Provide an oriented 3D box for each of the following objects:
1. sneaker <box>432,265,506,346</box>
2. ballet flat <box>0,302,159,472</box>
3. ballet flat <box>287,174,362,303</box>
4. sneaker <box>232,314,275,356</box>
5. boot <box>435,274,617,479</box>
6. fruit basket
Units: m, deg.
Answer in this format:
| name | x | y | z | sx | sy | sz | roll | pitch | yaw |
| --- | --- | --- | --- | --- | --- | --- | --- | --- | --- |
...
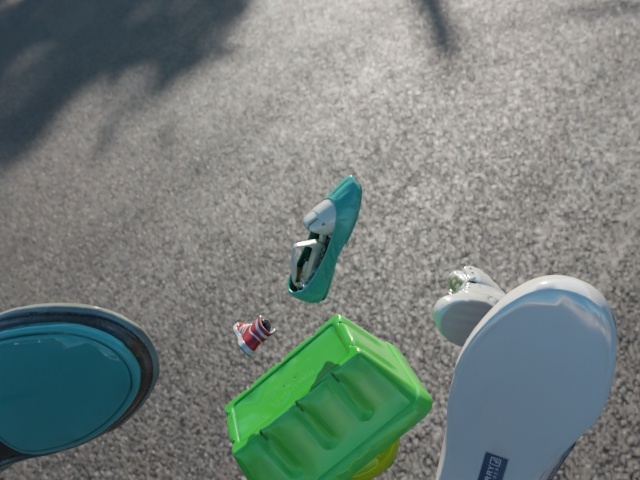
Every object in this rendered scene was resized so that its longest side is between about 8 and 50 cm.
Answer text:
| name | x | y | z | sx | sy | sz | roll | pitch | yaw |
| --- | --- | --- | --- | --- | --- | --- | --- | --- | --- |
| sneaker | 0.292 | 0.126 | 1.532 | 0.169 | 0.292 | 0.108 | 48 | 114 | 41 |
| ballet flat | -0.152 | 0.072 | 0.359 | 0.213 | 0.072 | 0.068 | -31 | 17 | 24 |
| ballet flat | 0.000 | 0.000 | 1.329 | 0.087 | 0.248 | 0.083 | 6 | 21 | -35 |
| sneaker | -0.119 | 0.159 | 1.348 | 0.067 | 0.042 | 0.118 | -45 | 20 | 0 |
| boot | 0.102 | 0.083 | 0.396 | 0.069 | 0.190 | 0.086 | 23 | 34 | 14 |
| fruit basket | 0.045 | 0.371 | 1.437 | 0.391 | 0.392 | 0.283 | -23 | 22 | -4 |
